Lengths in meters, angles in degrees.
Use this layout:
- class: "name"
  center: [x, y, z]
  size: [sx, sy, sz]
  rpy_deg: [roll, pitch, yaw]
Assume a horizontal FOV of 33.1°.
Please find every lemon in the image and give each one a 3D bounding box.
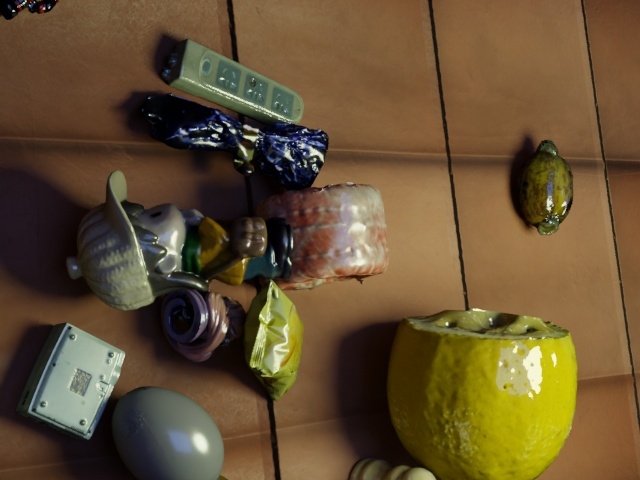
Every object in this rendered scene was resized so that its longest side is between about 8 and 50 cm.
- class: "lemon"
  center: [0.285, 0.295, 1.942]
  size: [0.364, 0.364, 0.364]
  rpy_deg: [8, 77, -36]

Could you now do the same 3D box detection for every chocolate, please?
- class: "chocolate"
  center: [-0.146, -0.173, 1.831]
  size: [0.343, 0.126, 0.148]
  rpy_deg: [16, 48, -32]

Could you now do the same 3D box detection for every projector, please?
- class: "projector"
  center: [-0.374, 0.214, 1.630]
  size: [0.115, 0.061, 0.147]
  rpy_deg: [33, 64, -30]

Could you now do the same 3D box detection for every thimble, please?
- class: "thimble"
  center: [0.000, 0.000, 1.844]
  size: [0.239, 0.239, 0.162]
  rpy_deg: [-4, 82, -37]

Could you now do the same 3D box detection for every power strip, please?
- class: "power strip"
  center: [-0.145, -0.267, 1.901]
  size: [0.286, 0.048, 0.080]
  rpy_deg: [22, 70, -34]

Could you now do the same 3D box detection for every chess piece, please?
- class: "chess piece"
  center: [0.135, 0.433, 1.901]
  size: [0.094, 0.170, 0.094]
  rpy_deg: [7, 78, -34]

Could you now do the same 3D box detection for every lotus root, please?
- class: "lotus root"
  center: [0.476, -0.115, 2.298]
  size: [0.120, 0.120, 0.209]
  rpy_deg: [13, 73, -35]

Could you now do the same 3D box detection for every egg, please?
- class: "egg"
  center: [-0.235, 0.309, 1.661]
  size: [0.198, 0.146, 0.146]
  rpy_deg: [50, 56, -11]

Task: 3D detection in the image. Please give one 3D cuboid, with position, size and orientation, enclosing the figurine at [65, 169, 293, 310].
- class: "figurine"
  center: [-0.214, 0.027, 1.663]
  size: [0.332, 0.185, 0.204]
  rpy_deg: [17, 95, -14]

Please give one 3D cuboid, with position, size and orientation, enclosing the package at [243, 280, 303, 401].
- class: "package"
  center: [-0.077, 0.170, 1.790]
  size: [0.090, 0.226, 0.168]
  rpy_deg: [3, 74, 9]

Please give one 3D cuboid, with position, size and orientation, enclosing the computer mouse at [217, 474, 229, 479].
- class: "computer mouse"
  center: [-0.195, 0.467, 1.726]
  size: [0.102, 0.045, 0.199]
  rpy_deg: [52, 55, -15]

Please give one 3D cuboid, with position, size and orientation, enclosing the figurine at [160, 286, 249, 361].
- class: "figurine"
  center: [-0.177, 0.135, 1.759]
  size: [0.157, 0.114, 0.126]
  rpy_deg: [12, 89, -37]

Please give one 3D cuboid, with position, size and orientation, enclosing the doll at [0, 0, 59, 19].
- class: "doll"
  center: [-0.411, -0.436, 1.714]
  size: [0.249, 0.088, 0.127]
  rpy_deg: [-35, 123, -27]
